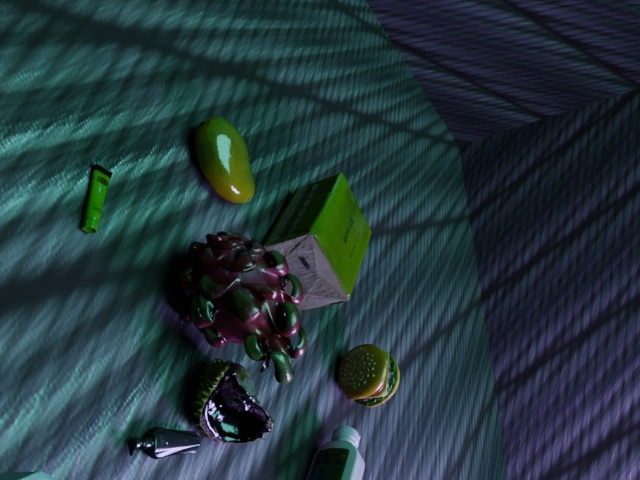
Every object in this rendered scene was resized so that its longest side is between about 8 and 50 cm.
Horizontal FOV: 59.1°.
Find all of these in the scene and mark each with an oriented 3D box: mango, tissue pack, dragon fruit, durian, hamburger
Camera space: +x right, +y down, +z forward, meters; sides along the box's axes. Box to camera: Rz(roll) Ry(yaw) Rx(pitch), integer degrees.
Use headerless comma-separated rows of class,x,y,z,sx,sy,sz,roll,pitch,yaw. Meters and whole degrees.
mango,-0.197,-0.164,1.179,0.191,0.086,0.122,69,25,-10
tissue pack,0.000,0.000,1.376,0.200,0.167,0.274,61,29,-25
dragon fruit,-0.126,0.101,0.993,0.218,0.273,0.198,-19,128,-59
durian,-0.172,0.283,1.013,0.186,0.119,0.108,61,-8,-31
hamburger,0.121,0.345,1.451,0.115,0.162,0.161,43,41,-38

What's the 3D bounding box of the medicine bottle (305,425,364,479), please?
medicine bottle,0.032,0.507,1.230,0.078,0.115,0.219,61,30,-22

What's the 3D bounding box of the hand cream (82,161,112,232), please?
hand cream,-0.356,-0.068,0.897,0.036,0.023,0.121,36,42,-46

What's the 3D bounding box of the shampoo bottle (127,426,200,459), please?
shampoo bottle,-0.246,0.321,0.897,0.137,0.027,0.048,28,50,-54

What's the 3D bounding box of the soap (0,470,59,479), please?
soap,-0.343,0.430,0.562,0.208,0.115,0.346,52,35,-36
